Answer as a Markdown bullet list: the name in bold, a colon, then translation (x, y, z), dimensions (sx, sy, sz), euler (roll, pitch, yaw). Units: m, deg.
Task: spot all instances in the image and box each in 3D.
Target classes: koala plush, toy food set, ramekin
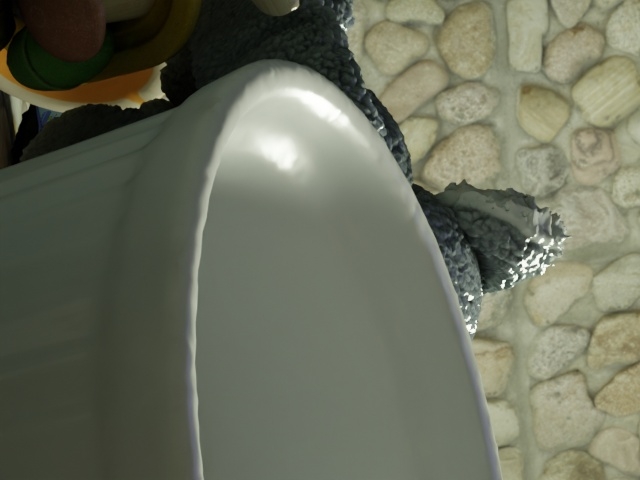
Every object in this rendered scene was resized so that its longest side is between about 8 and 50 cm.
- **koala plush**: translation (0.000, 0.000, 0.827), dimensions (0.221, 0.196, 0.203), euler (43, 2, -31)
- **toy food set**: translation (-0.124, -0.125, 0.765), dimensions (0.218, 0.071, 0.128), euler (-8, -70, 48)
- **ramekin**: translation (-0.040, 0.090, 0.561), dimensions (0.277, 0.135, 0.277), euler (-12, 90, -70)

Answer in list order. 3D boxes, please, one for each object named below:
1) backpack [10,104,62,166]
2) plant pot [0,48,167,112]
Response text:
- **backpack**: translation (-0.163, -0.025, 1.227), dimensions (0.173, 0.116, 0.158), euler (-107, -167, -53)
- **plant pot**: translation (-0.126, -0.182, 0.964), dimensions (0.205, 0.205, 0.188), euler (93, 6, -60)
